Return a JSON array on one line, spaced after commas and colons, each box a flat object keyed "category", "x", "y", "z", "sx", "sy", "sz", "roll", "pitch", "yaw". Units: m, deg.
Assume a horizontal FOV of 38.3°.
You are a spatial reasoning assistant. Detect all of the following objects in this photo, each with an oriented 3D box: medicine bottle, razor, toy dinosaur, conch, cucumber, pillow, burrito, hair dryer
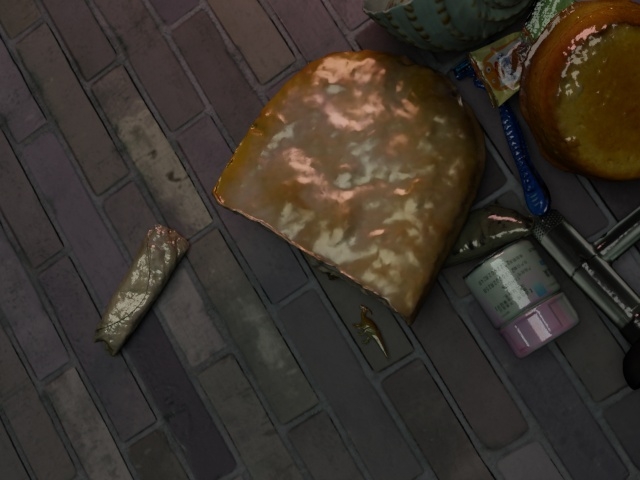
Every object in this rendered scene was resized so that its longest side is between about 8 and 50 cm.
[{"category": "medicine bottle", "x": 0.334, "y": 0.098, "z": 1.533, "sx": 0.135, "sy": 0.135, "sz": 0.168, "roll": -33, "pitch": 77, "yaw": 11}, {"category": "razor", "x": 0.331, "y": -0.186, "z": 1.590, "sx": 0.093, "sy": 0.056, "sz": 0.324, "roll": -33, "pitch": 68, "yaw": 34}, {"category": "toy dinosaur", "x": 0.087, "y": 0.169, "z": 1.653, "sx": 0.041, "sy": 0.026, "sz": 0.113, "roll": -21, "pitch": 70, "yaw": -4}, {"category": "conch", "x": 0.232, "y": -0.436, "z": 1.567, "sx": 0.303, "sy": 0.319, "sz": 0.215, "roll": -47, "pitch": 111, "yaw": -7}, {"category": "cucumber", "x": 0.404, "y": -0.343, "z": 1.579, "sx": 0.115, "sy": 0.086, "sz": 0.193, "roll": 25, "pitch": 99, "yaw": 18}, {"category": "pillow", "x": 0.254, "y": -0.009, "z": 1.600, "sx": 0.241, "sy": 0.051, "sz": 0.093, "roll": -23, "pitch": 59, "yaw": 26}, {"category": "burrito", "x": -0.354, "y": 0.098, "z": 1.774, "sx": 0.082, "sy": 0.059, "sz": 0.275, "roll": 33, "pitch": 95, "yaw": 2}, {"category": "hair dryer", "x": 0.531, "y": 0.030, "z": 1.477, "sx": 0.284, "sy": 0.156, "sz": 0.320, "roll": -37, "pitch": 68, "yaw": 21}]

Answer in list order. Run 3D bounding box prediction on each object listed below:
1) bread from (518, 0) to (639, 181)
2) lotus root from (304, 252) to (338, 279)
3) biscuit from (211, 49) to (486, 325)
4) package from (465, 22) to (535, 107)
[{"category": "bread", "x": 0.471, "y": -0.231, "z": 1.467, "sx": 0.312, "sy": 0.172, "sz": 0.312, "roll": 0, "pitch": 108, "yaw": 0}, {"category": "lotus root", "x": 0.000, "y": 0.000, "z": 1.675, "sx": 0.073, "sy": 0.062, "sz": 0.150, "roll": -29, "pitch": 72, "yaw": 16}, {"category": "biscuit", "x": 0.065, "y": -0.131, "z": 1.626, "sx": 0.429, "sy": 0.104, "sz": 0.446, "roll": 24, "pitch": 77, "yaw": 17}, {"category": "package", "x": 0.321, "y": -0.297, "z": 1.556, "sx": 0.121, "sy": 0.031, "sz": 0.108, "roll": -28, "pitch": 82, "yaw": 10}]
